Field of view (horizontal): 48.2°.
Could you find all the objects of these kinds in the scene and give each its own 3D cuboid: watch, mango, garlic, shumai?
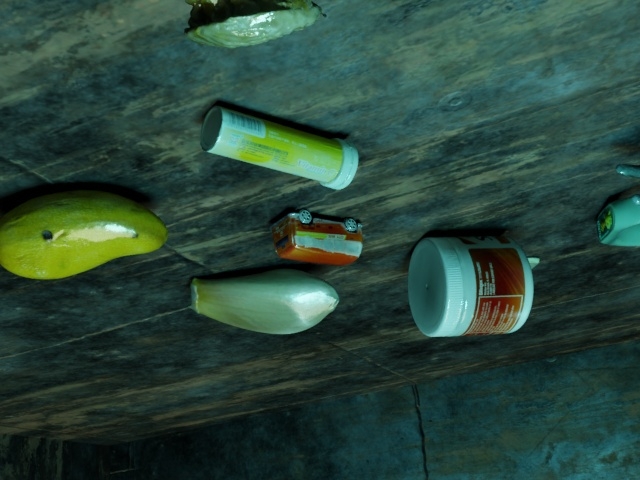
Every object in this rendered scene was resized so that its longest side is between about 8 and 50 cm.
[{"bbox_3d":[0.646,-0.041,1.394,0.195,0.068,0.237,-5,163,5],"label":"watch"},{"bbox_3d":[-0.370,-0.015,1.095,0.262,0.108,0.157,-11,148,-5],"label":"mango"},{"bbox_3d":[-0.120,0.123,1.494,0.318,0.112,0.143,-2,134,2],"label":"garlic"},{"bbox_3d":[-0.073,-0.245,0.663,0.146,0.145,0.116,-11,115,6],"label":"shumai"}]

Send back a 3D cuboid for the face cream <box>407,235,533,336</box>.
[{"bbox_3d":[0.298,0.091,1.437,0.187,0.201,0.201,-1,156,-15],"label":"face cream"}]

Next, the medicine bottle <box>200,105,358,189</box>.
[{"bbox_3d":[-0.054,-0.127,0.979,0.218,0.073,0.074,12,150,-35],"label":"medicine bottle"}]

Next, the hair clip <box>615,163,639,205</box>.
[{"bbox_3d":[0.625,-0.052,1.033,0.392,0.318,0.238,5,146,-32],"label":"hair clip"}]

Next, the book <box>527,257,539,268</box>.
[{"bbox_3d":[0.419,0.086,1.705,0.139,0.016,0.198,-3,157,-11],"label":"book"}]

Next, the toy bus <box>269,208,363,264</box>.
[{"bbox_3d":[0.000,0.000,1.284,0.174,0.077,0.079,9,152,-34],"label":"toy bus"}]
